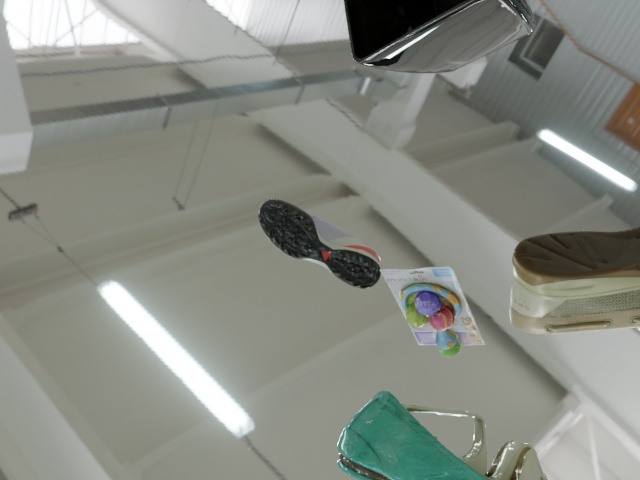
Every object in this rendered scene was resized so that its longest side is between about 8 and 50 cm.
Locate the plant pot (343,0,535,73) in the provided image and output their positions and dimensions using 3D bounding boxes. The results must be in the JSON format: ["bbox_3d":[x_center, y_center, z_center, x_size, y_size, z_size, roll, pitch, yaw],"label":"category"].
[{"bbox_3d":[0.147,-0.299,0.867,0.167,0.188,0.187,13,-117,-49],"label":"plant pot"}]

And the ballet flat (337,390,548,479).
[{"bbox_3d":[0.131,0.193,0.604,0.247,0.087,0.083,30,173,-17],"label":"ballet flat"}]

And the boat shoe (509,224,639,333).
[{"bbox_3d":[0.348,0.047,0.776,0.302,0.098,0.109,-4,-148,-3],"label":"boat shoe"}]

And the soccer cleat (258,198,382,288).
[{"bbox_3d":[0.000,0.000,1.718,0.318,0.108,0.116,30,-161,-5],"label":"soccer cleat"}]

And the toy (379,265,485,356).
[{"bbox_3d":[0.206,0.141,1.359,0.137,0.237,0.056,-4,-131,28],"label":"toy"}]
